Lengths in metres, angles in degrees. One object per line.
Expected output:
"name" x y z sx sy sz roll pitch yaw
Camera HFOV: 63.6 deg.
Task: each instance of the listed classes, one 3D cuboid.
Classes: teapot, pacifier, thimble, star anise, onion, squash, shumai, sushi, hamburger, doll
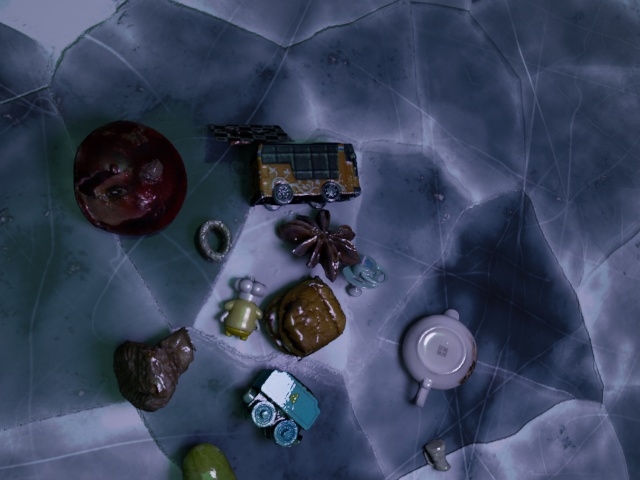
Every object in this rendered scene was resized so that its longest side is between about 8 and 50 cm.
"teapot" 0.328 0.323 1.449 0.204 0.139 0.298 27 78 12
"teapot" 0.332 0.615 1.467 0.067 0.057 0.083 -18 96 17
"pacifier" 0.115 0.107 1.409 0.126 0.150 0.117 17 118 0
"thimble" -0.266 0.002 1.297 0.084 0.062 0.110 -4 86 -20
"star anise" 0.000 0.000 1.360 0.236 0.093 0.229 14 49 -4
"onion" -0.426 -0.140 1.184 0.271 0.195 0.272 0 90 -33
"squash" -0.223 0.654 1.226 0.118 0.118 0.371 -24 95 -20
"shumai" -0.362 0.287 1.183 0.175 0.205 0.167 -16 97 -42
"sushi" -0.179 -0.264 1.333 0.200 0.139 0.031 -4 120 -20
"hamburger" -0.034 0.203 1.331 0.206 0.130 0.183 -31 98 -22
"doll" -0.192 0.169 1.309 0.106 0.062 0.163 19 81 -14

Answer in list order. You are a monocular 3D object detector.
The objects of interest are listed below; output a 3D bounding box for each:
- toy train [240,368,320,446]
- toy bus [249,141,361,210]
"toy train" -0.101 0.419 1.299 0.198 0.107 0.154 45 65 -11
"toy bus" -0.042 -0.170 1.357 0.275 0.138 0.167 -3 84 -18
